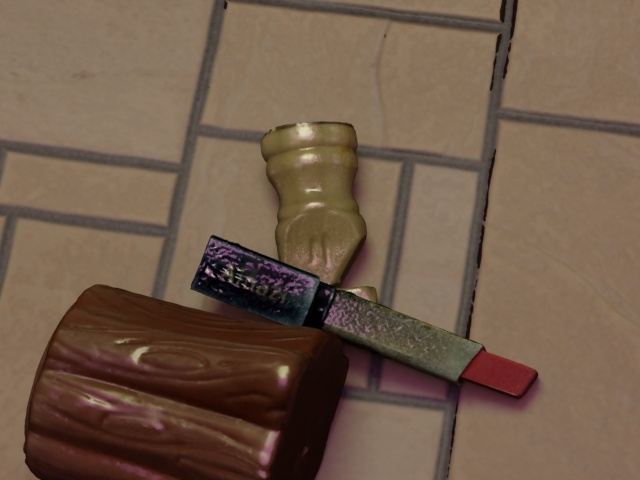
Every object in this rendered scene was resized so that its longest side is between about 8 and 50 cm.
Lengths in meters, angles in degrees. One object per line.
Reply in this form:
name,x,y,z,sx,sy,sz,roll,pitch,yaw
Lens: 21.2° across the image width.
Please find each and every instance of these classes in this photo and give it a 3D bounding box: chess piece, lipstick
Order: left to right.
chess piece,0.000,0.000,1.528,0.090,0.090,0.200,-7,80,1
lipstick,0.042,0.075,1.472,0.312,0.051,0.051,22,89,-3

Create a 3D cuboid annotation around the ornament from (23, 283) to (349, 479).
ornament,-0.111,0.140,1.417,0.218,0.235,0.221,16,46,12
